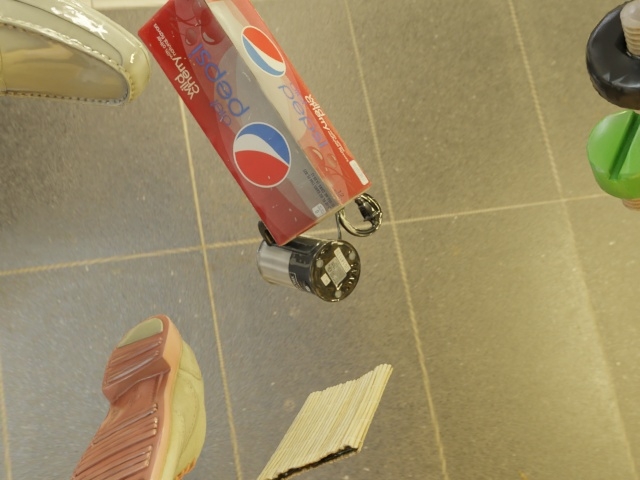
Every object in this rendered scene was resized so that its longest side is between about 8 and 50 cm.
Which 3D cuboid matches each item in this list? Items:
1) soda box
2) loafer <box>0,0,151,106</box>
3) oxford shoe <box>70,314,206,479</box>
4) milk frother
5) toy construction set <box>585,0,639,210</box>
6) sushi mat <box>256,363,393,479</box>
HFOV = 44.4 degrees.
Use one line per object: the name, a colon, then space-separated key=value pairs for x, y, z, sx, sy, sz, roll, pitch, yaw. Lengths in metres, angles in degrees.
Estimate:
soda box: x=-0.065 y=-0.133 z=0.796 sx=0.263 sy=0.092 sz=0.083 roll=57 pitch=33 yaw=-1
loafer: x=-0.312 y=-0.167 z=0.685 sx=0.320 sy=0.112 sz=0.111 roll=12 pitch=54 yaw=0
oxford shoe: x=-0.201 y=0.265 z=0.975 sx=0.141 sy=0.396 sz=0.146 roll=-25 pitch=122 yaw=19
milk frother: x=0.000 y=0.000 z=1.077 sx=0.143 sy=0.135 sz=0.129 roll=-27 pitch=113 yaw=-31
toy construction set: x=0.228 y=-0.190 z=0.278 sx=0.309 sy=0.237 sz=0.257 roll=-12 pitch=64 yaw=24
sushi mat: x=0.014 y=0.252 z=1.108 sx=0.152 sy=0.316 sz=0.019 roll=-27 pitch=93 yaw=15
